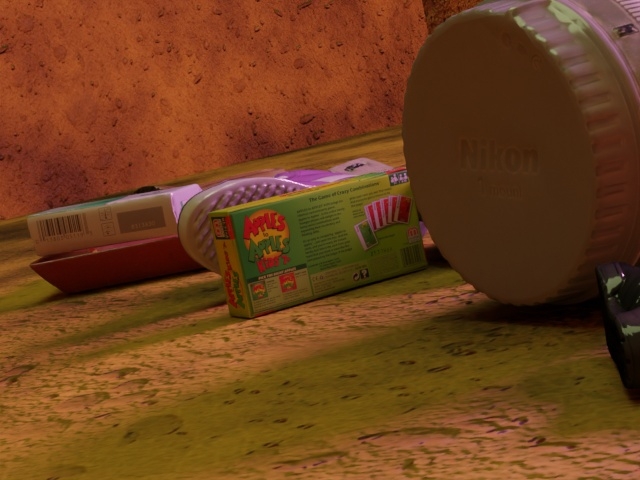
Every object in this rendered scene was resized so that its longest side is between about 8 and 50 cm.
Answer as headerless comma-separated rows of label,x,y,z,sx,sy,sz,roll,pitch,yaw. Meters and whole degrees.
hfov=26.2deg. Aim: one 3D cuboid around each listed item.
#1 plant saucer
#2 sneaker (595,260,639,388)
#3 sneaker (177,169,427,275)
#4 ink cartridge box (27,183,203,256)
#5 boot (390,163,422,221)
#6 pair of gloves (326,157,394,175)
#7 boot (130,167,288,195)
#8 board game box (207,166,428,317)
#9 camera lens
plant saucer,-0.188,0.009,1.641,0.259,0.047,0.259,-11,6,5
sneaker,0.194,0.042,0.709,0.089,0.051,0.170,-10,11,8
sneaker,-0.045,-0.020,1.355,0.282,0.102,0.161,-2,11,-39
ink cartridge box,-0.215,-0.034,1.629,0.181,0.056,0.225,-9,9,16
boot,0.183,-0.041,1.265,0.207,0.090,0.248,-5,13,-29
pair of gloves,0.059,-0.040,1.570,0.204,0.042,0.240,10,22,34
boot,-0.142,-0.055,1.933,0.270,0.089,0.236,-14,7,-33
board game box,0.000,0.000,1.195,0.181,0.092,0.043,-15,6,-28
camera lens,0.224,-0.082,0.958,0.274,0.219,0.219,-15,8,-30
